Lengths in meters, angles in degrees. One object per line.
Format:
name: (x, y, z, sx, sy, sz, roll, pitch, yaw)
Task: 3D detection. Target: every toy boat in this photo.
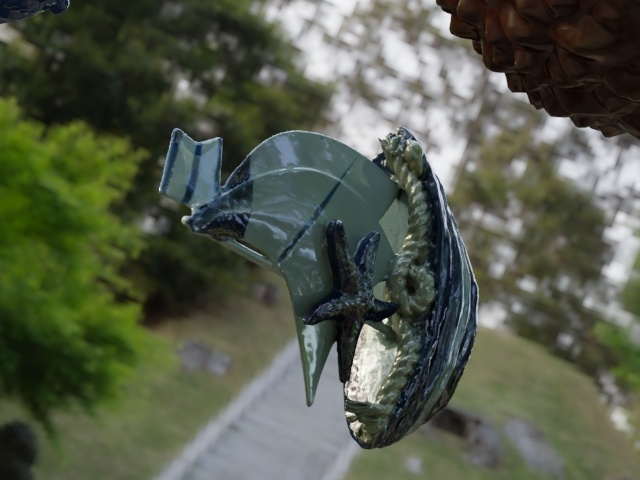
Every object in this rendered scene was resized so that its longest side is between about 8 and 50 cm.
toy boat: (0.007, 0.030, 1.235, 0.070, 0.210, 0.292, -12, -5, 35)

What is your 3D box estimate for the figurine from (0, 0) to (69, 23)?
figurine: (-0.117, -0.144, 0.644, 0.087, 0.086, 0.149, 1, -50, 5)

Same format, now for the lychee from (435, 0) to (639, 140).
lychee: (0.191, -0.181, 0.965, 0.304, 0.275, 0.276, 2, -18, 16)
